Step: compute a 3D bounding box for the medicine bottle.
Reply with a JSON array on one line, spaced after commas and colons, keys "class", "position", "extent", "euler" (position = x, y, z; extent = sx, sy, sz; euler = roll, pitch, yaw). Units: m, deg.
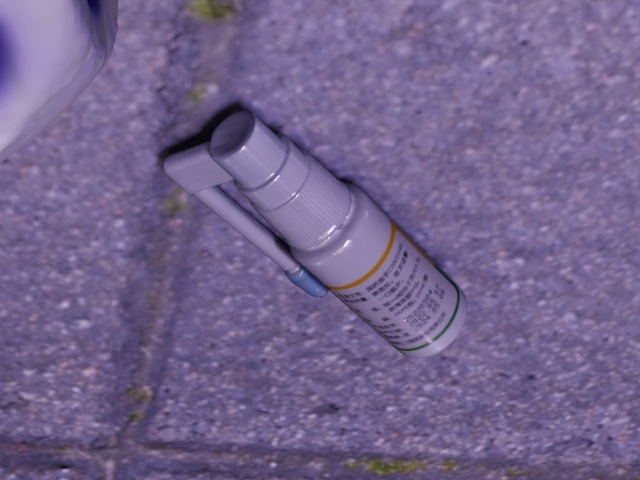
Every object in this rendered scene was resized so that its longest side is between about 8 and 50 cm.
[{"class": "medicine bottle", "position": [0.000, 0.000, 0.852], "extent": [0.092, 0.061, 0.220], "euler": [-16, 138, 33]}]

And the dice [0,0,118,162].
[{"class": "dice", "position": [-0.219, -0.160, 0.515], "extent": [0.259, 0.251, 0.243], "euler": [-10, 134, 0]}]
